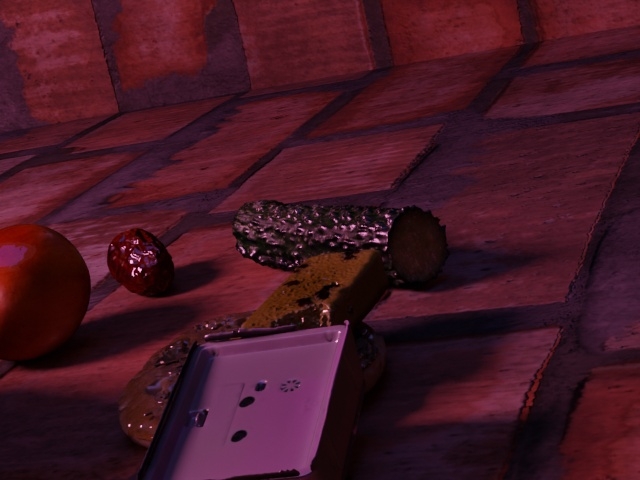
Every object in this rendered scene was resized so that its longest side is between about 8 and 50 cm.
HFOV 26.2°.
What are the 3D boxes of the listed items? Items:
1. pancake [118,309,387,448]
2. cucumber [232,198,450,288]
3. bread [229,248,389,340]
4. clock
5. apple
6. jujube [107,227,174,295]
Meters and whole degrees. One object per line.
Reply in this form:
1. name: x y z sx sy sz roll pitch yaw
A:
1. pancake: -0.060 0.125 1.301 0.282 0.049 0.282 -11 19 4
2. cucumber: 0.000 0.000 1.639 0.096 0.096 0.359 -24 16 -35
3. bread: -0.008 0.067 1.292 0.088 0.049 0.226 -5 17 21
4. clock: -0.047 0.150 1.095 0.147 0.071 0.192 -9 30 16
5. apple: -0.345 0.060 1.576 0.139 0.163 0.163 -16 14 -42
6. jujube: -0.227 0.031 1.753 0.077 0.077 0.129 -19 27 -21
